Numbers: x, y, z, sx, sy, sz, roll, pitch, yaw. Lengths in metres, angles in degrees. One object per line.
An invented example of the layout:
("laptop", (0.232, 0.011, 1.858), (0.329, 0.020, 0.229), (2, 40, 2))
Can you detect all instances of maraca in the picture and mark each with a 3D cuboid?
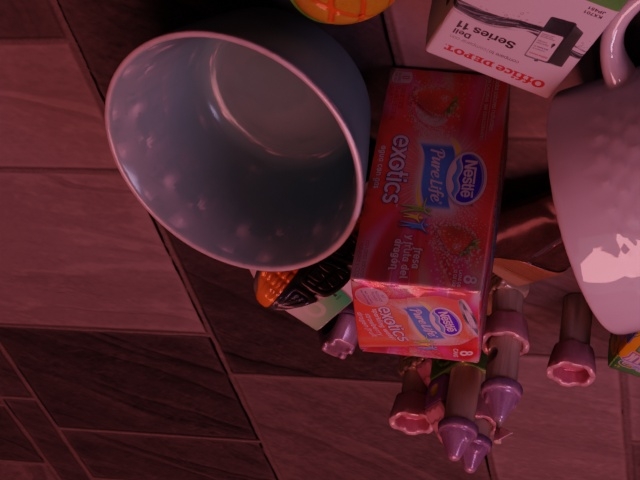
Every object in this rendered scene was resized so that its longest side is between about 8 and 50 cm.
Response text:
("maraca", (0.049, -0.290, 1.532), (0.185, 0.099, 0.127), (-34, 136, 15))

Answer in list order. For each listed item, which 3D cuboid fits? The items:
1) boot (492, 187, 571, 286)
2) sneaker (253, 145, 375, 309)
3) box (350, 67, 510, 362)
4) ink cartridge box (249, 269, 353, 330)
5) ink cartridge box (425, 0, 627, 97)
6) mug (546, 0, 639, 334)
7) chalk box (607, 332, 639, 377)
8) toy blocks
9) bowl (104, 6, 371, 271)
("boot", (0.244, -0.037, 1.845), (0.248, 0.090, 0.207), (23, 137, -34))
("sneaker", (0.000, 0.000, 1.835), (0.099, 0.262, 0.121), (48, 147, -7))
("box", (0.128, -0.031, 1.696), (0.142, 0.300, 0.154), (6, 145, 9))
("ink cartridge box", (-0.044, 0.009, 1.998), (0.224, 0.056, 0.181), (31, 140, -13))
("ink cartridge box", (0.216, -0.254, 1.533), (0.153, 0.087, 0.208), (19, 146, -10))
("mug", (0.421, -0.109, 1.559), (0.328, 0.276, 0.374), (-14, 108, 25))
("chalk box", (0.454, 0.103, 1.940), (0.132, 0.132, 0.213), (15, 146, -4))
("toy blocks", (0.170, 0.184, 2.032), (0.309, 0.260, 0.288), (26, 144, -20))
("bowl", (-0.069, -0.136, 1.687), (0.311, 0.163, 0.312), (14, 132, 17))
